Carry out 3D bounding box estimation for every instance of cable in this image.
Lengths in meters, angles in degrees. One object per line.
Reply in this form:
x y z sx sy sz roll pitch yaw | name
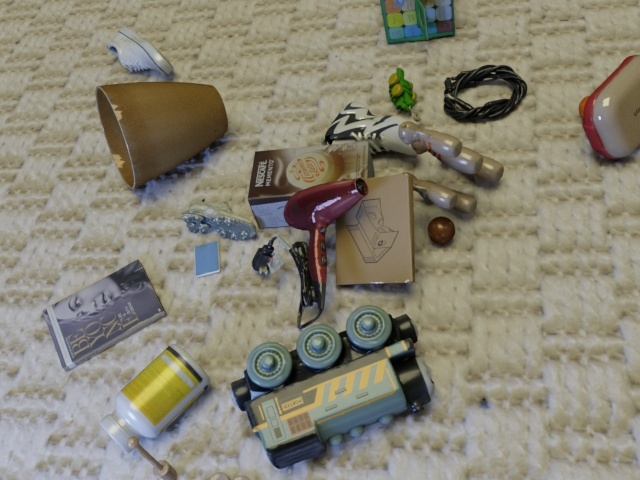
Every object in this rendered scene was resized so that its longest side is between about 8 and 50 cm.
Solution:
0.368 -0.330 1.583 0.185 0.047 0.150 -1 53 13 | cable

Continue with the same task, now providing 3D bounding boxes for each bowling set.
0.214 -0.110 1.370 0.154 0.287 0.199 28 96 34 | bowling set

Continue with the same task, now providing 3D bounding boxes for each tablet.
-0.236 0.038 1.474 0.054 0.006 0.083 -14 50 4 | tablet

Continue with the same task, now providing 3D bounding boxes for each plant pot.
-0.353 -0.268 1.628 0.254 0.237 0.237 -21 49 -23 | plant pot

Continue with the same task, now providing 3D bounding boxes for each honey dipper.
-0.272 0.350 1.138 0.030 0.160 0.030 -6 51 8 | honey dipper

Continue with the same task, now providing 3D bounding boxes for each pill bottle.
-0.290 0.277 1.237 0.103 0.103 0.184 33 66 33 | pill bottle

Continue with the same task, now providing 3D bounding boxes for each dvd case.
-0.440 0.146 1.434 0.221 0.018 0.164 -30 52 -9 | dvd case

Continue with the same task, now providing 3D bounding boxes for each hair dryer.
0.000 0.000 1.335 0.223 0.080 0.293 45 115 36 | hair dryer

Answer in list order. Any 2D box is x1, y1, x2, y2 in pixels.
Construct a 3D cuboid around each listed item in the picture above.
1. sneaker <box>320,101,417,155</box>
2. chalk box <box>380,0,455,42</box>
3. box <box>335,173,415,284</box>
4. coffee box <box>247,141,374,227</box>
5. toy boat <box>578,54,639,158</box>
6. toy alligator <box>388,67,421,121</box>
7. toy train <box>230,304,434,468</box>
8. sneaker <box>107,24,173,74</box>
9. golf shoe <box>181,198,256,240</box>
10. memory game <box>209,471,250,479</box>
0.095 -0.207 1.527 0.235 0.094 0.153 34 68 33 | sneaker
0.237 -0.615 1.756 0.179 0.180 0.289 -4 51 11 | chalk box
0.100 -0.019 1.327 0.164 0.021 0.201 -4 83 35 | box
-0.016 -0.115 1.478 0.247 0.098 0.141 -4 52 11 | coffee box
0.596 -0.274 1.442 0.231 0.151 0.151 -43 26 -19 | toy boat
0.187 -0.324 1.626 0.051 0.056 0.189 -44 41 35 | toy alligator
0.022 0.241 1.176 0.334 0.142 0.190 -20 63 -4 | toy train
-0.489 -0.495 1.918 0.091 0.094 0.258 -50 51 -2 | sneaker
-0.206 -0.055 1.505 0.176 0.069 0.086 13 51 22 | golf shoe
-0.162 0.459 1.121 0.186 0.012 0.186 -8 51 9 | memory game
